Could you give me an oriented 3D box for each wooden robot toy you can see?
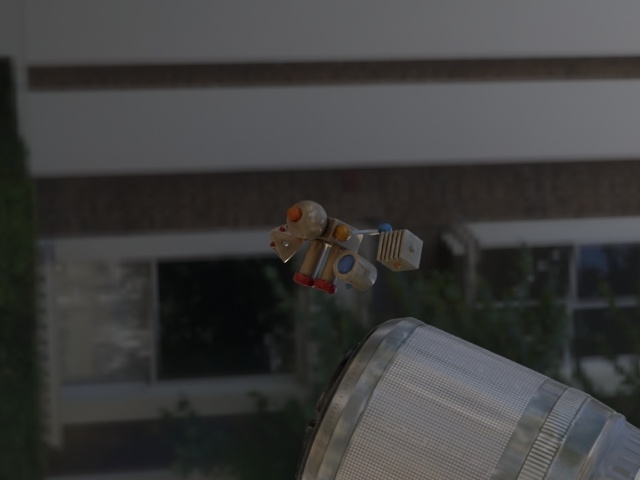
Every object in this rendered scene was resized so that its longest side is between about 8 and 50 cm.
[{"bbox_3d":[0.000,0.000,1.490,0.173,0.079,0.076,14,-105,42],"label":"wooden robot toy"}]

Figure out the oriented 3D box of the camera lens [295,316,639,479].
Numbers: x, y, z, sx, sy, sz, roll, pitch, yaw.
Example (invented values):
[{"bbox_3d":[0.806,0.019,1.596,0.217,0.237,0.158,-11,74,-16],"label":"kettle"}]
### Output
[{"bbox_3d":[0.130,0.208,1.496,0.219,0.274,0.219,-58,162,-30],"label":"camera lens"}]
